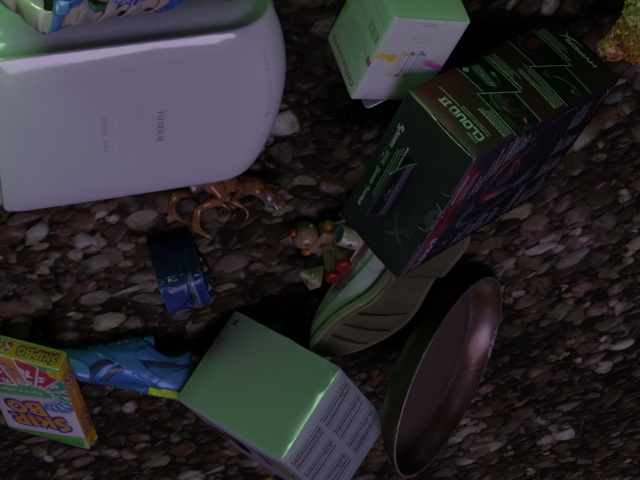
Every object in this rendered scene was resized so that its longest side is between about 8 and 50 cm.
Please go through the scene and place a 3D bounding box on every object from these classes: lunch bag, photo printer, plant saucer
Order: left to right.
[{"bbox_3d":[-0.187,-0.152,1.482,0.307,0.107,0.256,-9,145,-14],"label":"photo printer"},{"bbox_3d":[-0.168,0.039,1.791,0.065,0.098,0.067,-19,143,-4],"label":"lunch bag"},{"bbox_3d":[0.167,0.186,2.086,0.310,0.050,0.311,-46,149,-37],"label":"plant saucer"}]

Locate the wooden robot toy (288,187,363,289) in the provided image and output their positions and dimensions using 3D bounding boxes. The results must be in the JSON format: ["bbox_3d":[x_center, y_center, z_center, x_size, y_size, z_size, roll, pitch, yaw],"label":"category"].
[{"bbox_3d":[0.000,0.000,1.848,0.079,0.076,0.173,16,135,-27],"label":"wooden robot toy"}]

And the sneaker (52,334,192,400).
[{"bbox_3d":[-0.274,0.159,1.969,0.209,0.082,0.069,12,179,-18],"label":"sneaker"}]

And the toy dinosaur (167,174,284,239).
[{"bbox_3d":[-0.138,-0.070,1.697,0.211,0.064,0.112,23,98,-40],"label":"toy dinosaur"}]

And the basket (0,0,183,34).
[{"bbox_3d":[-0.156,-0.309,1.203,0.289,0.201,0.255,-41,162,-36],"label":"basket"}]

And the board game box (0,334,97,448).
[{"bbox_3d":[-0.377,0.207,1.953,0.124,0.039,0.259,13,151,11],"label":"board game box"}]

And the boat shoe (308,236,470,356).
[{"bbox_3d":[0.080,0.039,1.908,0.113,0.103,0.302,10,138,-39],"label":"boat shoe"}]

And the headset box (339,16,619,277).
[{"bbox_3d":[0.166,-0.099,1.628,0.293,0.110,0.218,-30,159,-37],"label":"headset box"}]

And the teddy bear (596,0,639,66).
[{"bbox_3d":[0.419,-0.289,1.528,0.245,0.113,0.338,-37,163,-51],"label":"teddy bear"}]

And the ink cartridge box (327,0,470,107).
[{"bbox_3d":[0.077,-0.215,1.534,0.090,0.092,0.143,-1,146,-26],"label":"ink cartridge box"}]

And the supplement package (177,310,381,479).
[{"bbox_3d":[-0.050,0.233,2.013,0.149,0.194,0.203,-56,148,-12],"label":"supplement package"}]
